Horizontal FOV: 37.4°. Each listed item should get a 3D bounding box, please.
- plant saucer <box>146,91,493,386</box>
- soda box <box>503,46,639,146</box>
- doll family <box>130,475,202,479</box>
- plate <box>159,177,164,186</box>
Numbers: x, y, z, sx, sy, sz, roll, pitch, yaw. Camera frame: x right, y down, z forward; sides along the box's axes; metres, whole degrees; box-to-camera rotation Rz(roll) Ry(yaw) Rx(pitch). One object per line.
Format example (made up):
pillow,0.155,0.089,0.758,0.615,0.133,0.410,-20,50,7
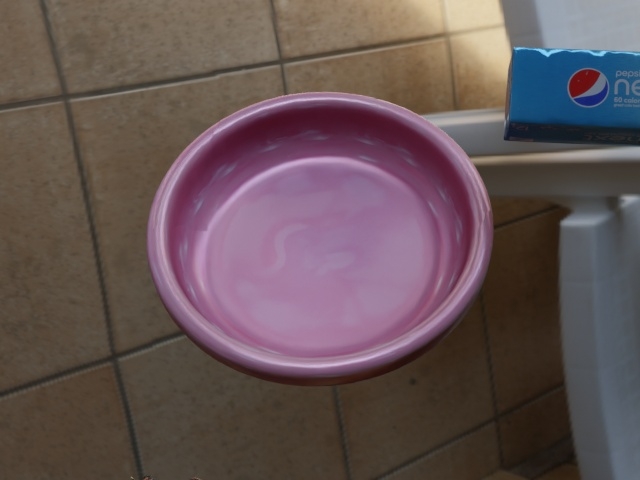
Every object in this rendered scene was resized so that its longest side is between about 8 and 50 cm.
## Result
plant saucer,0.000,0.000,0.929,0.332,0.332,0.084,-47,155,-24
soda box,0.272,-0.125,0.840,0.210,0.067,0.071,4,82,7
doll family,-0.271,0.420,1.520,0.111,0.192,0.076,-63,158,-65
plate,-0.235,0.014,1.679,0.045,0.278,0.278,-17,96,-15
